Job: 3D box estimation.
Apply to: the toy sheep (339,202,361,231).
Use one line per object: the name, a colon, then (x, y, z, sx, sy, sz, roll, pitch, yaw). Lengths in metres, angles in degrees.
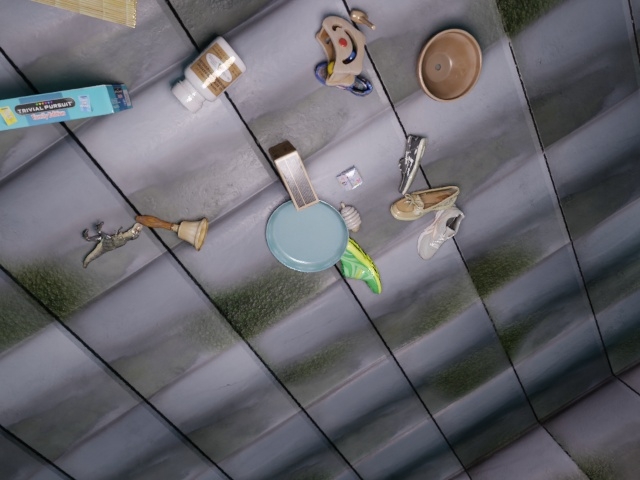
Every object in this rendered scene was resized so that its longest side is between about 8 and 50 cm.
toy sheep: (0.112, -0.090, 1.632, 0.091, 0.091, 0.132, -32, 109, 1)

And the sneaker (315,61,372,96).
sneaker: (0.088, -0.561, 1.439, 0.221, 0.087, 0.083, 10, 108, -17)

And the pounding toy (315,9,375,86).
pounding toy: (0.075, -0.648, 1.336, 0.154, 0.155, 0.270, 13, 71, -17)

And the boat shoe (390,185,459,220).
boat shoe: (0.413, -0.159, 1.649, 0.285, 0.105, 0.089, -17, 155, -15)

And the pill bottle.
pill bottle: (-0.359, -0.523, 1.328, 0.229, 0.131, 0.131, -41, 114, 5)

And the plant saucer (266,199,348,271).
plant saucer: (-0.050, -0.023, 1.605, 0.317, 0.044, 0.318, 1, 118, 3)

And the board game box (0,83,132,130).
board game box: (-0.760, -0.395, 1.219, 0.335, 0.254, 0.079, -12, 112, -8)

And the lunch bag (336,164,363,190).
lunch bag: (0.111, -0.235, 1.592, 0.083, 0.053, 0.071, -28, 113, 9)

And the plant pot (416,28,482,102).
plant pot: (0.443, -0.619, 1.484, 0.237, 0.110, 0.238, -4, 111, -11)

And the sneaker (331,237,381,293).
sneaker: (0.152, 0.112, 1.720, 0.123, 0.109, 0.296, -34, 112, 17)

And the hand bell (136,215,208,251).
hand bell: (-0.543, -0.049, 1.503, 0.241, 0.126, 0.126, 14, 108, -4)

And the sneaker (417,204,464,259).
sneaker: (0.497, -0.028, 1.722, 0.099, 0.121, 0.263, 21, 105, -19)

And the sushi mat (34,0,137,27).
sushi mat: (-0.706, -0.749, 1.221, 0.316, 0.019, 0.152, 9, 110, -15)

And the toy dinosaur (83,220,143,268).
toy dinosaur: (-0.772, -0.002, 1.479, 0.268, 0.064, 0.118, -30, 121, 4)

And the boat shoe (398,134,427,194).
boat shoe: (0.344, -0.293, 1.621, 0.079, 0.084, 0.233, 22, 117, 20)

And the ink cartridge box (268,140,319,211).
ink cartridge box: (-0.096, -0.230, 1.446, 0.088, 0.235, 0.193, -25, 113, -2)
